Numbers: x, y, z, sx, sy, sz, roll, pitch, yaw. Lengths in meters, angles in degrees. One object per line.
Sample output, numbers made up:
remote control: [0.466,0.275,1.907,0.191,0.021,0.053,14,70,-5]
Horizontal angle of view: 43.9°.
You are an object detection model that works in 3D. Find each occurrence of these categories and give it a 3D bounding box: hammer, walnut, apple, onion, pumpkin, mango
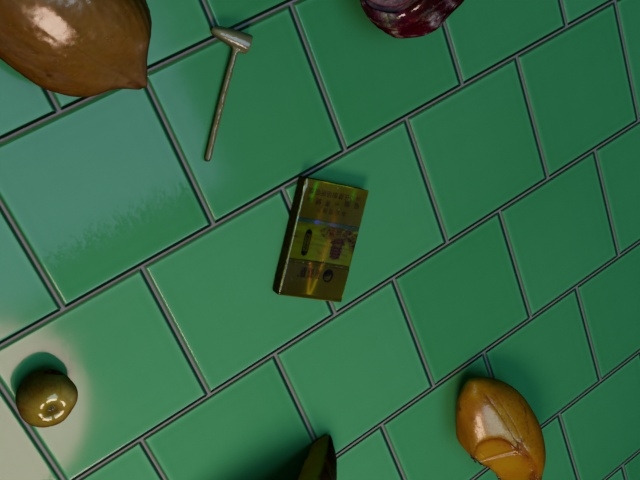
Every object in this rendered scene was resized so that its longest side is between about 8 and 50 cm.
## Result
hammer: [-0.152,-0.211,1.155,0.060,0.028,0.195,12,99,-25]
walnut: [-0.322,-0.284,0.944,0.203,0.203,0.298,-47,118,-10]
apple: [-0.385,0.222,1.116,0.084,0.071,0.084,-7,107,-26]
onion: [0.169,-0.390,1.173,0.140,0.218,0.195,27,83,-58]
pumpkin: [-0.065,0.467,1.297,0.312,0.169,0.148,-27,112,-20]
mango: [0.338,0.359,1.516,0.154,0.126,0.252,-34,110,-4]

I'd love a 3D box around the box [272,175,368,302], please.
box: [0.000,0.000,1.290,0.121,0.030,0.193,9,98,-30]
